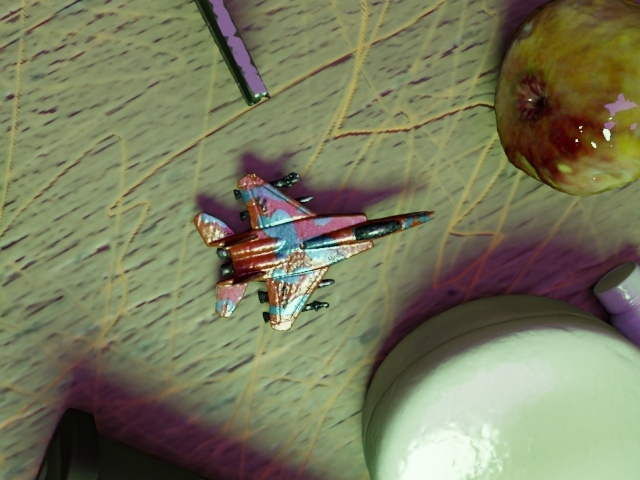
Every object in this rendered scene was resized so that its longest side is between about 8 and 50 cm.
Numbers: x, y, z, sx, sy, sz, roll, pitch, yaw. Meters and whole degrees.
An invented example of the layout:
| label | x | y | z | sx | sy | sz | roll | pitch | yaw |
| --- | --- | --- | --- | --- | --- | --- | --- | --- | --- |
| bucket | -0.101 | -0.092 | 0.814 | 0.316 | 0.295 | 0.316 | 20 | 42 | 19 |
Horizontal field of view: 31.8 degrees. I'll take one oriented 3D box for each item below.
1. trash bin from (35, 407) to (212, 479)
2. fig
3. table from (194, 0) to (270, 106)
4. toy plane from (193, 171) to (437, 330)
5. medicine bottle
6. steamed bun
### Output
| label | x | y | z | sx | sy | sz | roll | pitch | yaw |
| --- | --- | --- | --- | --- | --- | --- | --- | --- | --- |
| trash bin | -0.109 | 0.278 | 0.847 | 0.250 | 0.220 | 0.219 | 22 | 93 | -15 |
| fig | 0.261 | -0.130 | 0.893 | 0.257 | 0.159 | 0.159 | -19 | 97 | -24 |
| table | -0.004 | -0.275 | 0.808 | 0.250 | 0.196 | 0.282 | -26 | 98 | -4 |
| toy plane | -0.001 | 0.000 | 0.902 | 0.189 | 0.061 | 0.130 | -14 | 96 | -9 |
| medicine bottle | 0.272 | 0.065 | 0.939 | 0.052 | 0.052 | 0.089 | -38 | 98 | -2 |
| steamed bun | 0.150 | 0.134 | 0.885 | 0.241 | 0.146 | 0.164 | -13 | 101 | -5 |
